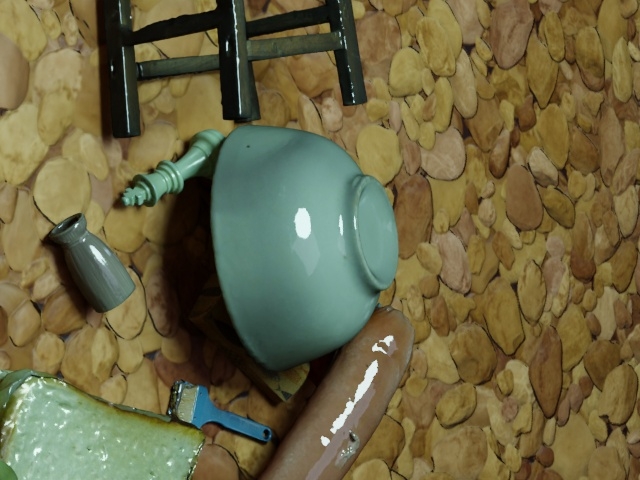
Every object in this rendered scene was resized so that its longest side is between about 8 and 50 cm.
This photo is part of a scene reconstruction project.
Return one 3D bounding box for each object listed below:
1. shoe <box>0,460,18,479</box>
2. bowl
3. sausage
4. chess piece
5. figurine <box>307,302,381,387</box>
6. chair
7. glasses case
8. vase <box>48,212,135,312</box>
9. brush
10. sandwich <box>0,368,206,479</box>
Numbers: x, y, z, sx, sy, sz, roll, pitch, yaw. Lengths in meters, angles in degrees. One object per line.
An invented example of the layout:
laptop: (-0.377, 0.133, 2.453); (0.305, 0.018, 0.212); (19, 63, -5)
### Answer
shoe: (-0.294, 0.329, 1.587); (0.140, 0.128, 0.262); (26, 70, -85)
bowl: (0.000, 0.000, 1.969); (0.289, 0.146, 0.289); (-8, 90, -69)
sausage: (-0.013, 0.253, 1.990); (0.419, 0.094, 0.094); (-56, 158, -21)
chess piece: (-0.163, -0.070, 1.936); (0.149, 0.059, 0.059); (-34, 111, -38)
figurine: (0.028, 0.126, 2.118); (0.075, 0.068, 0.140); (52, 58, -25)
chair: (-0.112, -0.336, 1.907); (0.241, 0.203, 0.416); (-12, 95, -50)
glasses case: (-0.079, 0.114, 2.020); (0.170, 0.041, 0.064); (48, 55, -34)
vase: (-0.242, 0.023, 1.843); (0.053, 0.053, 0.100); (-48, 116, -38)
brush: (-0.112, 0.202, 1.997); (0.164, 0.014, 0.051); (27, 69, -44)
sandwich: (-0.268, 0.296, 1.759); (0.271, 0.099, 0.301); (26, 71, -38)
